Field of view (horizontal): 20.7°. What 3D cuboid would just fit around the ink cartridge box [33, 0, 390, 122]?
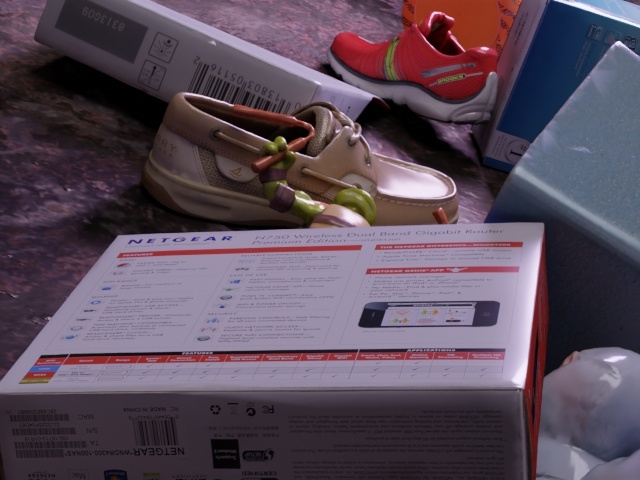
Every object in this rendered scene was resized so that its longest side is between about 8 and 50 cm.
[{"bbox_3d":[-0.106,-0.184,1.953,0.308,0.091,0.385,24,5,12],"label":"ink cartridge box"}]

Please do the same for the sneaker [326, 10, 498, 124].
[{"bbox_3d":[0.120,-0.221,2.113,0.107,0.118,0.279,1,17,-42],"label":"sneaker"}]

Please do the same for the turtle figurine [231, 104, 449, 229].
[{"bbox_3d":[0.000,0.000,1.548,0.269,0.087,0.217,38,32,-3],"label":"turtle figurine"}]

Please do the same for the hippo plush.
[{"bbox_3d":[0.235,0.196,1.192,0.234,0.294,0.236,32,-12,-29],"label":"hippo plush"}]

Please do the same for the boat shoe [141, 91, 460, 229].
[{"bbox_3d":[0.000,-0.071,1.690,0.341,0.110,0.121,6,26,-32],"label":"boat shoe"}]

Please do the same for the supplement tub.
[{"bbox_3d":[0.250,-0.320,2.363,0.207,0.207,0.338,28,22,19],"label":"supplement tub"}]

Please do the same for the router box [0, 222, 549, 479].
[{"bbox_3d":[-0.015,0.077,1.198,0.335,0.082,0.301,-1,19,11],"label":"router box"}]

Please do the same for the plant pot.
[{"bbox_3d":[0.263,0.038,1.440,0.252,0.248,0.247,32,42,9],"label":"plant pot"}]

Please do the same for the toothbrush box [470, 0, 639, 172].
[{"bbox_3d":[0.357,-0.163,2.074,0.295,0.216,0.126,16,22,-8],"label":"toothbrush box"}]
